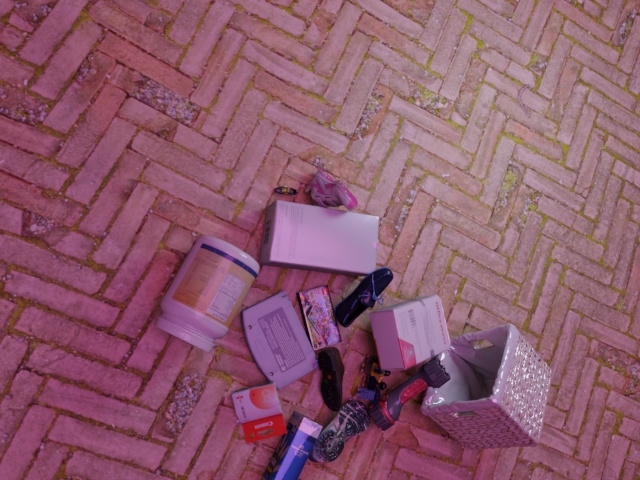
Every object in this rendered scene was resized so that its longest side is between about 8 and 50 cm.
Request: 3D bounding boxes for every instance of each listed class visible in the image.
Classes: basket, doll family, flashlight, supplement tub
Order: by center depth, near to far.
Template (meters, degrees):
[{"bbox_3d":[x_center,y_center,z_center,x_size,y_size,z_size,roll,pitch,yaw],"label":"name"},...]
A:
[{"bbox_3d":[-0.355,0.166,1.655,0.228,0.228,0.316,30,75,-13],"label":"supplement tub"},{"bbox_3d":[0.311,0.537,1.839,0.304,0.103,0.103,-37,93,10],"label":"flashlight"},{"bbox_3d":[0.584,0.516,1.852,0.266,0.328,0.331,44,50,-15],"label":"basket"},{"bbox_3d":[0.197,0.489,1.858,0.076,0.111,0.193,24,74,-59],"label":"doll family"}]

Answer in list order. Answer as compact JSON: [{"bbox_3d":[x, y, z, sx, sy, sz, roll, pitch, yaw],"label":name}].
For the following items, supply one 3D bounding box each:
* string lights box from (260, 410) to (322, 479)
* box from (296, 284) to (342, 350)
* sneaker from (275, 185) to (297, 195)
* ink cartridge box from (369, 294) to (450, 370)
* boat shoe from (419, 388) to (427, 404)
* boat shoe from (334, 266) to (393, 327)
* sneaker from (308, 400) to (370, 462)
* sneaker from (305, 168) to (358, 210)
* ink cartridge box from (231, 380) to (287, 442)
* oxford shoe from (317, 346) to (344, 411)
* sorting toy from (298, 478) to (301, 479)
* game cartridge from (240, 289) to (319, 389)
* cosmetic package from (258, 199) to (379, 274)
[{"bbox_3d":[-0.097,0.701,1.725,0.076,0.133,0.260,30,74,-10],"label":"string lights box"},{"bbox_3d":[-0.005,0.270,1.865,0.114,0.036,0.207,-14,88,-21],"label":"box"},{"bbox_3d":[-0.119,-0.179,1.884,0.083,0.035,0.031,4,81,-19],"label":"sneaker"},{"bbox_3d":[0.321,0.322,1.878,0.283,0.117,0.207,-8,85,-45],"label":"ink cartridge box"},{"bbox_3d":[0.463,0.611,1.972,0.190,0.068,0.072,31,63,-13],"label":"boat shoe"},{"bbox_3d":[0.162,0.204,1.818,0.109,0.089,0.258,25,115,-35],"label":"boat shoe"},{"bbox_3d":[0.055,0.648,1.807,0.283,0.122,0.110,-27,79,-42],"label":"sneaker"},{"bbox_3d":[0.035,-0.154,1.852,0.111,0.252,0.103,-48,129,-2],"label":"sneaker"},{"bbox_3d":[-0.200,0.566,1.731,0.145,0.045,0.179,-14,87,0],"label":"ink cartridge box"},{"bbox_3d":[0.054,0.479,1.834,0.096,0.082,0.227,-16,107,-54],"label":"oxford shoe"},{"bbox_3d":[-0.075,0.833,1.771,0.102,0.042,0.061,34,89,-24],"label":"sorting toy"},{"bbox_3d":[-0.147,0.341,1.799,0.196,0.060,0.294,-25,91,-24],"label":"game cartridge"},{"bbox_3d":[0.000,0.000,1.842,0.384,0.156,0.217,10,80,-19],"label":"cosmetic package"}]
